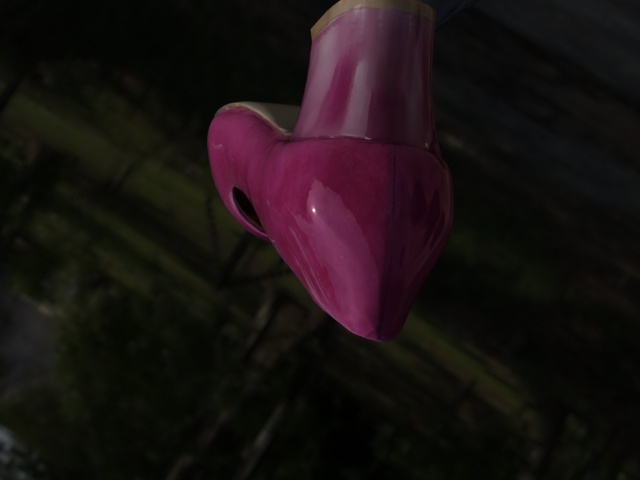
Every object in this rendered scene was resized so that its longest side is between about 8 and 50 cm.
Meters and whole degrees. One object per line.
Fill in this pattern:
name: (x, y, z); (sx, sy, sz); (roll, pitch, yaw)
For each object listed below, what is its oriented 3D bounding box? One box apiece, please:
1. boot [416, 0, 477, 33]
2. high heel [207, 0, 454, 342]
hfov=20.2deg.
boot: (0.038, -0.213, 1.043); (0.198, 0.137, 0.077); (51, -153, -3)
high heel: (0.000, 0.000, 0.692); (0.082, 0.117, 0.244); (9, 165, -15)
